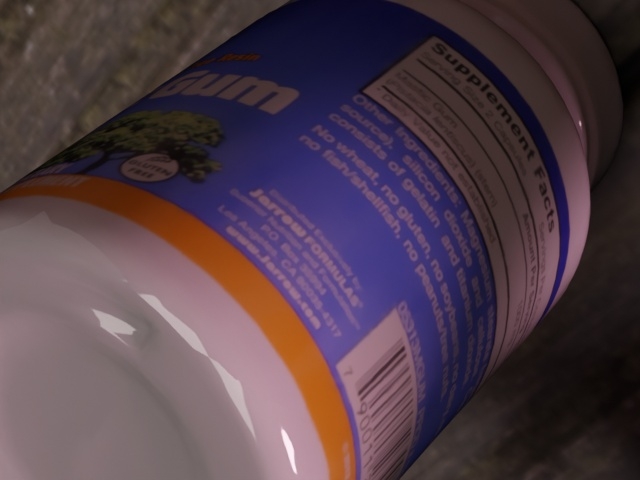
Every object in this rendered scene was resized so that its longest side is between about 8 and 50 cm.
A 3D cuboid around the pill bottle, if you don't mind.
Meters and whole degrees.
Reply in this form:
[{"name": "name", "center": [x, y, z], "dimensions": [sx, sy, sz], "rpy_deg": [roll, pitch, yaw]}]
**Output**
[{"name": "pill bottle", "center": [0.000, 0.000, 0.614], "dimensions": [0.152, 0.272, 0.152], "rpy_deg": [17, 126, 26]}]
